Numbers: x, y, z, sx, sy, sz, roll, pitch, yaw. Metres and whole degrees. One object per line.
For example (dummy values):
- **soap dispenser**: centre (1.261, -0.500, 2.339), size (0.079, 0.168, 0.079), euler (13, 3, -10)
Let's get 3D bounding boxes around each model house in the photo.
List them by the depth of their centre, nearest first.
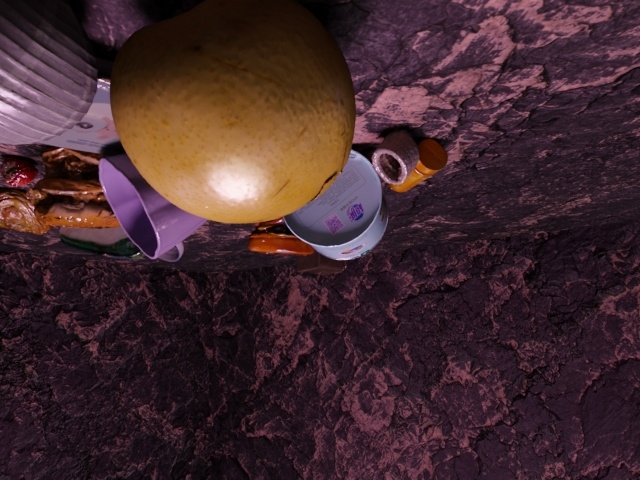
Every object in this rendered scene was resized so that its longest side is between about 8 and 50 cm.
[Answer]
- **model house**: centre (-0.678, -0.056, 1.448), size (0.298, 0.244, 0.284), euler (9, 174, 2)

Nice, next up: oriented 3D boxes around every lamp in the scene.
- **lamp**: centre (-0.422, -0.249, 0.546), size (0.233, 0.233, 0.265), euler (-6, 161, 18)

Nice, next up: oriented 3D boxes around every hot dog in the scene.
- **hot dog**: centre (-1.074, -0.094, 1.468), size (0.196, 0.122, 0.272), euler (10, 167, -22)

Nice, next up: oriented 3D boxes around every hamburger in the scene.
- **hamburger**: centre (-0.656, -0.138, 1.126), size (0.245, 0.212, 0.260), euler (-2, 175, 29)
- **hamburger**: centre (-0.141, -0.054, 1.573), size (0.290, 0.225, 0.291), euler (2, 175, 0)

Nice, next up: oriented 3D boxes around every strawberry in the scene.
- **strawberry**: centre (-0.834, -0.191, 1.141), size (0.083, 0.083, 0.096), euler (-5, -163, 13)

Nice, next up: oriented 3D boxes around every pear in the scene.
- **pear**: centre (-0.115, -0.187, 0.613), size (0.348, 0.349, 0.348), euler (-2, 169, 0)

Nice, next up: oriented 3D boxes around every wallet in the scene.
- **wallet**: centre (-0.440, -0.260, 0.853), size (0.360, 0.083, 0.252), euler (-12, 171, 39)

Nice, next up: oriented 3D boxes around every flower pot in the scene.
- **flower pot**: centre (-0.386, -0.127, 1.050), size (0.243, 0.265, 0.265), euler (-37, -168, -35)

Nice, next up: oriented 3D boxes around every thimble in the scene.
- **thimble**: centre (0.196, -0.214, 1.061), size (0.102, 0.090, 0.115), euler (21, 148, 30)

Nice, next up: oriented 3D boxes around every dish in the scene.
- **dish**: centre (-0.670, -0.048, 1.735), size (0.273, 0.134, 0.273), euler (19, 141, 16)

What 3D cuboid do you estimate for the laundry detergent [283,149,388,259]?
- **laundry detergent**: centre (0.057, -0.094, 1.247), size (0.287, 0.288, 0.305), euler (-5, 169, 13)

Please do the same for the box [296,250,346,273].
- **box**: centre (0.002, 0.001, 1.758), size (0.143, 0.274, 0.184), euler (10, 163, -35)

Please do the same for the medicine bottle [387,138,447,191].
- **medicine bottle**: centre (0.269, -0.211, 1.182), size (0.096, 0.096, 0.192), euler (2, 168, -19)
